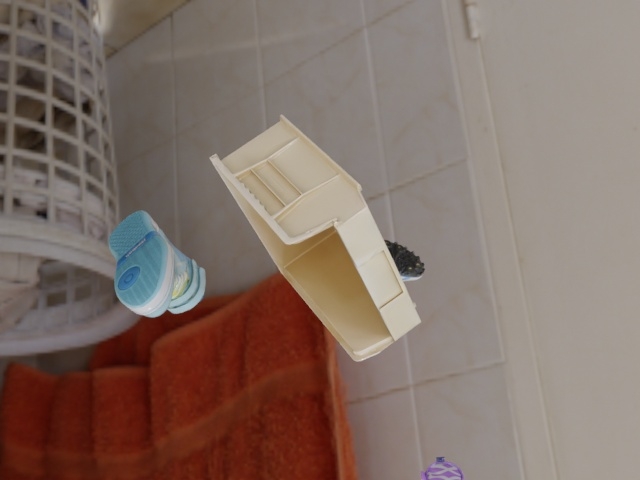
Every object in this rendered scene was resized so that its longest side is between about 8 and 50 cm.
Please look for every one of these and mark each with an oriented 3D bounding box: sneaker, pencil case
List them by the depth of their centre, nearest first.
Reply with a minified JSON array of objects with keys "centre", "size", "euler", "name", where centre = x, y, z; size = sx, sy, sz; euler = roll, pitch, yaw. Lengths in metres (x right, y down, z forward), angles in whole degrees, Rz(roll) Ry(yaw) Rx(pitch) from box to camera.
[{"centre":[-0.281,0.083,1.644],"size":[0.127,0.319,0.208],"euler":[-37,121,5],"name":"sneaker"},{"centre":[0.078,0.049,1.664],"size":[0.237,0.085,0.086],"euler":[4,138,-3],"name":"sneaker"},{"centre":[0.244,0.541,1.770],"size":[0.088,0.086,0.206],"euler":[-7,120,-5],"name":"pencil case"}]

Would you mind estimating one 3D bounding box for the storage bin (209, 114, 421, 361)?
[{"centre":[0.000,0.000,1.226],"size":[0.123,0.260,0.262],"euler":[-35,133,-7],"name":"storage bin"}]
